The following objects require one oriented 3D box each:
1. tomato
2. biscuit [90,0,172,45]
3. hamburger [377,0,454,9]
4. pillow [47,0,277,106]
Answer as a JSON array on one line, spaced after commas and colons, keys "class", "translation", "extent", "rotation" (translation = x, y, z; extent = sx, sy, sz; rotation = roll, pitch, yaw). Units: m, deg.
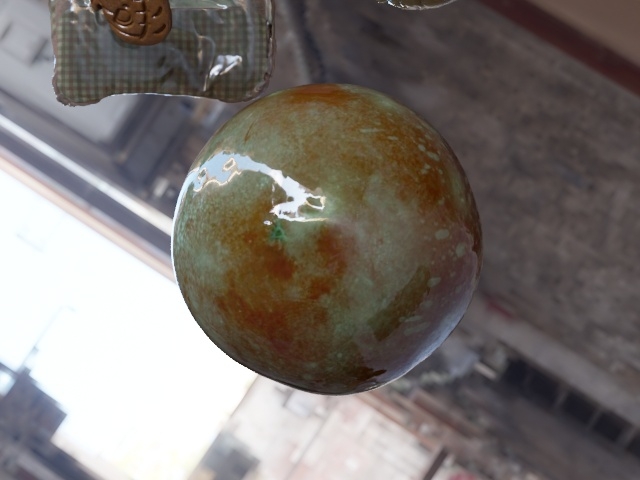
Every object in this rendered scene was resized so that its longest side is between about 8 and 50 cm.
[{"class": "tomato", "translation": [0.000, 0.000, 1.496], "extent": [0.270, 0.270, 0.222], "rotation": [-59, -10, 6]}, {"class": "biscuit", "translation": [-0.169, -0.209, 1.537], "extent": [0.015, 0.078, 0.091], "rotation": [-59, -39, -44]}, {"class": "hamburger", "translation": [0.132, -0.358, 1.573], "extent": [0.318, 0.158, 0.318], "rotation": [-43, 29, 31]}, {"class": "pillow", "translation": [-0.146, -0.194, 1.635], "extent": [0.034, 0.211, 0.135], "rotation": [152, 115, -84]}]
